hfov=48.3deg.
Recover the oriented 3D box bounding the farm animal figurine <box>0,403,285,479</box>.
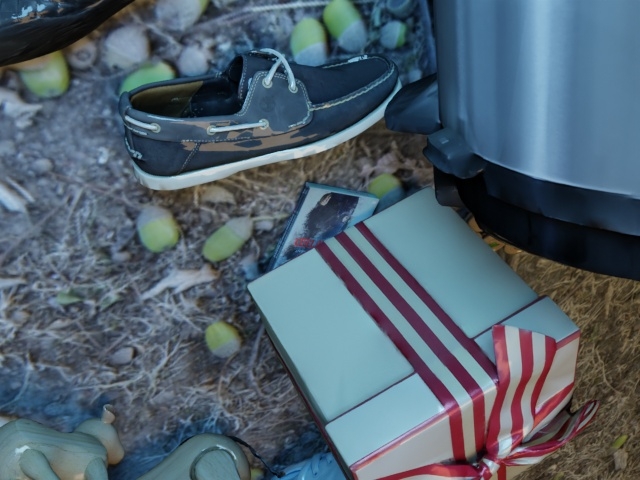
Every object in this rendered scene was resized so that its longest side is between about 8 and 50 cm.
[{"bbox_3d":[-0.201,0.285,0.732,0.327,0.172,0.330,-15,123,-35],"label":"farm animal figurine"}]

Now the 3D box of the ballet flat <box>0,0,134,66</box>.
[{"bbox_3d":[-0.170,-0.167,0.479,0.173,0.049,0.057,-30,177,-5],"label":"ballet flat"}]

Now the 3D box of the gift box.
[{"bbox_3d":[0.085,0.130,0.688,0.255,0.258,0.276,-32,141,-6],"label":"gift box"}]

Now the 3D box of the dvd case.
[{"bbox_3d":[0.000,0.000,0.722,0.087,0.013,0.119,8,121,-35],"label":"dvd case"}]

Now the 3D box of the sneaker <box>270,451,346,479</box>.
[{"bbox_3d":[0.009,0.306,0.879,0.365,0.150,0.135,-62,157,4],"label":"sneaker"}]

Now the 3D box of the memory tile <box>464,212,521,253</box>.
[{"bbox_3d":[0.219,-0.032,0.790,0.113,0.012,0.148,3,140,-24],"label":"memory tile"}]

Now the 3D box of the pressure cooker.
[{"bbox_3d":[0.248,-0.159,0.461,0.376,0.370,0.420,-20,118,-22],"label":"pressure cooker"}]

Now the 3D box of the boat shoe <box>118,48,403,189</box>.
[{"bbox_3d":[-0.040,-0.110,0.563,0.233,0.084,0.079,-18,132,-14],"label":"boat shoe"}]
